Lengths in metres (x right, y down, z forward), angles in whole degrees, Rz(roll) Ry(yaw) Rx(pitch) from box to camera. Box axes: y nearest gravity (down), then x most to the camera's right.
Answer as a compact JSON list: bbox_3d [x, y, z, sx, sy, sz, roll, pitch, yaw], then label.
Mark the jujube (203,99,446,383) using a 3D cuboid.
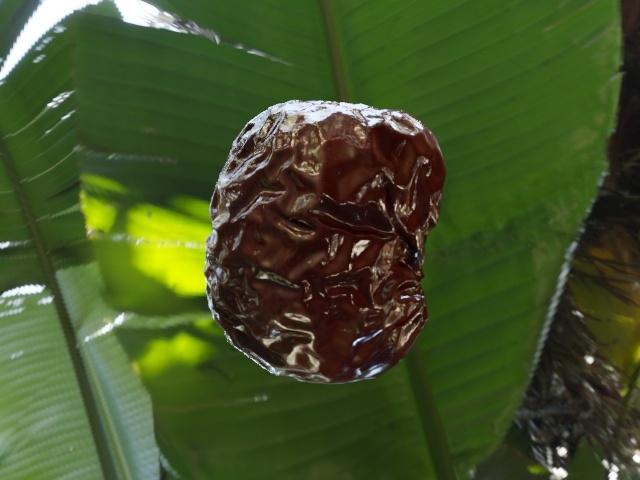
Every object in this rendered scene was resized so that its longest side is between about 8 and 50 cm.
[{"bbox_3d":[0.000,0.000,0.900,0.213,0.213,0.232,3,-79,-6],"label":"jujube"}]
